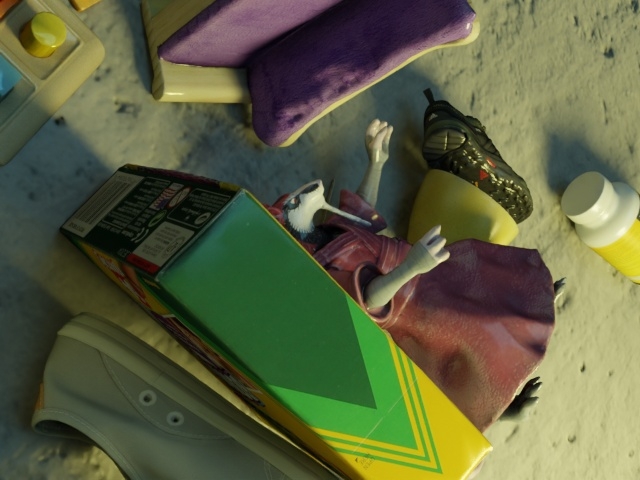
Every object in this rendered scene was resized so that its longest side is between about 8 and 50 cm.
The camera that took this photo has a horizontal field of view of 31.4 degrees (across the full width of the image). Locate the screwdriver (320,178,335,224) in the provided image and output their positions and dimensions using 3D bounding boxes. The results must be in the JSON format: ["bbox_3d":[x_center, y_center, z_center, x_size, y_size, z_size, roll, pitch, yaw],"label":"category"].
[{"bbox_3d":[0.000,0.000,1.322,0.025,0.024,0.170,22,61,-2],"label":"screwdriver"}]

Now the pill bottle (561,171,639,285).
[{"bbox_3d":[0.428,-0.019,1.617,0.184,0.103,0.103,34,61,-29],"label":"pill bottle"}]

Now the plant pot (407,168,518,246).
[{"bbox_3d":[0.160,-0.009,1.397,0.134,0.134,0.095,41,80,-25],"label":"plant pot"}]

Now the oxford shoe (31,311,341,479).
[{"bbox_3d":[-0.078,0.232,1.040,0.449,0.169,0.130,32,70,9],"label":"oxford shoe"}]

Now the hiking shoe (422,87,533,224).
[{"bbox_3d":[0.205,-0.105,1.464,0.227,0.086,0.114,44,33,-42],"label":"hiking shoe"}]

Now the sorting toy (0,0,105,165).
[{"bbox_3d":[-0.315,-0.200,1.095,0.196,0.047,0.347,48,55,-21],"label":"sorting toy"}]

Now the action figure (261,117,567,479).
[{"bbox_3d":[0.078,0.050,1.270,0.370,0.275,0.248,23,29,-7],"label":"action figure"}]

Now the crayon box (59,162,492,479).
[{"bbox_3d":[-0.059,0.081,1.030,0.106,0.363,0.313,-47,111,-12],"label":"crayon box"}]

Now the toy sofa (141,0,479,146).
[{"bbox_3d":[-0.021,-0.225,1.135,0.150,0.362,0.177,-4,77,-40],"label":"toy sofa"}]
